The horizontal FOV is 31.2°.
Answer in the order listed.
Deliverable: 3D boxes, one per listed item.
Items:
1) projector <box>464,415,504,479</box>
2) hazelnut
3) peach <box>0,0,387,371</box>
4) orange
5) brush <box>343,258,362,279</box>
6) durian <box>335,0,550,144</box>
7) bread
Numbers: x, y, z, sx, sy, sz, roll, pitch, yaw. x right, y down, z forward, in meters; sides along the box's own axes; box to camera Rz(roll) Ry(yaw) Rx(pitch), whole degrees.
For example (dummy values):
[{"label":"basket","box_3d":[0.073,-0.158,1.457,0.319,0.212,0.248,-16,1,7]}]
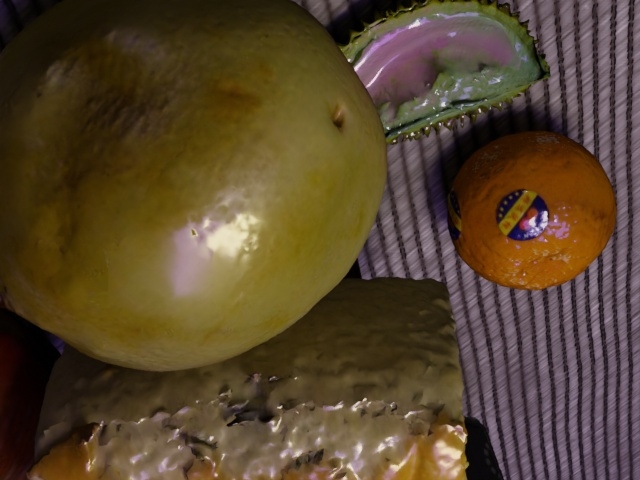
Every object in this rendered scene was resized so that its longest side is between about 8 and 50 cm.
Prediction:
[{"label":"projector","box_3d":[-0.027,0.385,1.364,0.395,0.242,0.405,11,140,-39]},{"label":"hazelnut","box_3d":[-0.338,0.163,1.109,0.210,0.186,0.210,-41,173,-6]},{"label":"peach","box_3d":[-0.114,-0.048,0.930,0.316,0.314,0.281,-62,161,-12]},{"label":"orange","box_3d":[0.218,-0.032,1.193,0.177,0.155,0.178,-7,131,-8]},{"label":"brush","box_3d":[0.000,0.000,1.150,0.059,0.123,0.197,-18,135,-3]},{"label":"durian","box_3d":[0.089,-0.157,1.065,0.220,0.095,0.137,-26,101,4]},{"label":"bread","box_3d":[-0.059,0.150,1.036,0.375,0.236,0.165,-4,122,6]}]
